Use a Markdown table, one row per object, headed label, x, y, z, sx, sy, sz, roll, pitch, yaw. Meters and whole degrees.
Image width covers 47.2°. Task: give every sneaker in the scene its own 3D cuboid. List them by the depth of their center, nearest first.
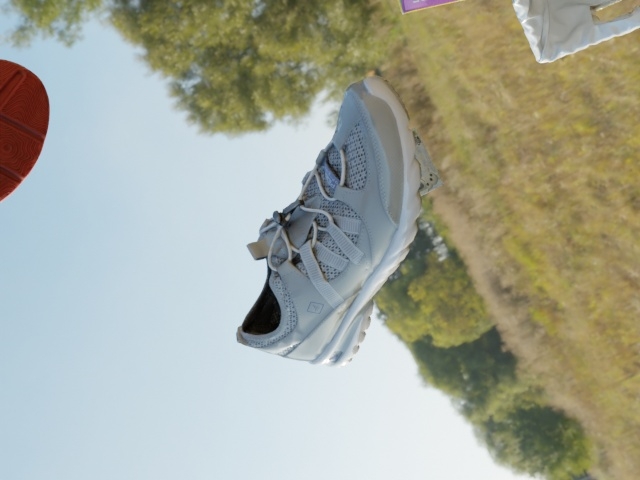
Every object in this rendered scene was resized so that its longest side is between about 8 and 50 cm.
| label | x | y | z | sx | sy | sz | roll | pitch | yaw |
| --- | --- | --- | --- | --- | --- | --- | --- | --- | --- |
| sneaker | -0.289 | -0.031 | 0.560 | 0.087 | 0.128 | 0.221 | 33 | -112 | -27 |
| sneaker | 0.000 | 0.000 | 0.606 | 0.105 | 0.115 | 0.281 | -116 | 34 | -53 |

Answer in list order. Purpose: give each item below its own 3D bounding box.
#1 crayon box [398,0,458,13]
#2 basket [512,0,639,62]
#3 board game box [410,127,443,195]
| label | x | y | z | sx | sy | sz | roll | pitch | yaw |
| --- | --- | --- | --- | --- | --- | --- | --- | --- | --- |
| crayon box | 0.124 | -0.541 | 0.957 | 0.313 | 0.106 | 0.363 | -75 | -31 | -44 |
| basket | 0.448 | -0.539 | 1.209 | 0.331 | 0.328 | 0.266 | 46 | -148 | -47 |
| board game box | 0.115 | -0.099 | 1.019 | 0.090 | 0.090 | 0.020 | 64 | 153 | -1 |
